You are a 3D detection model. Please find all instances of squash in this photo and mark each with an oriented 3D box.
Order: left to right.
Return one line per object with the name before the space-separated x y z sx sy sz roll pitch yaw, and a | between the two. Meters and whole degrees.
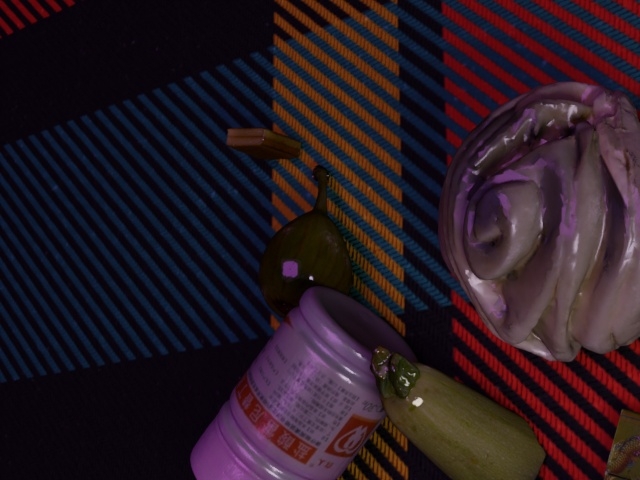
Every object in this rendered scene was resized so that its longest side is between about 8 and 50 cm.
squash | 0.150 0.223 1.535 0.137 0.287 0.137 -44 22 23

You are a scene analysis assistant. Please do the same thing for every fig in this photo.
fig | 0.000 0.000 1.812 0.151 0.151 0.259 0 55 40

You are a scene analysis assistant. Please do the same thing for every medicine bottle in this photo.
medicine bottle | -0.025 0.245 1.687 0.316 0.202 0.202 -55 50 14

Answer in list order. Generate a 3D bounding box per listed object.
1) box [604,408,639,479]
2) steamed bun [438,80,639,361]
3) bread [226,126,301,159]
box | 0.404 0.373 1.392 0.173 0.043 0.311 12 86 41
steamed bun | 0.294 -0.038 1.471 0.339 0.247 0.352 -50 47 16
bread | -0.094 -0.160 1.933 0.090 0.094 0.035 2 80 41
